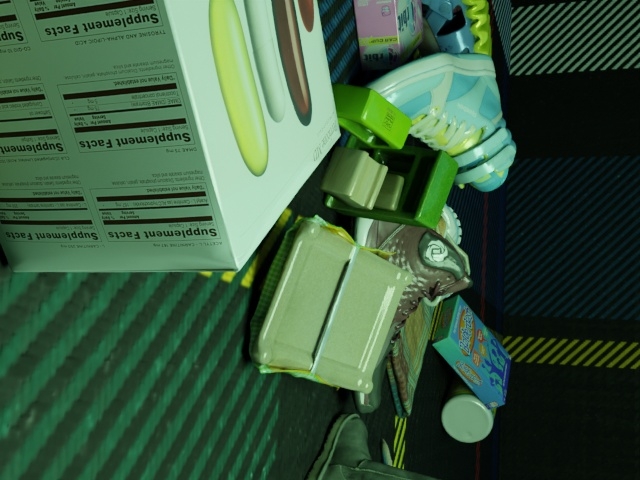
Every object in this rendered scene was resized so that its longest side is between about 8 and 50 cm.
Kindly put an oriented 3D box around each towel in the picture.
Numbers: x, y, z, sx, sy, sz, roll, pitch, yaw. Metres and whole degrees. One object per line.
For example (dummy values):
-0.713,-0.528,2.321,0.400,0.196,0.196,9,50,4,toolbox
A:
0.170,0.092,1.358,0.370,0.040,0.271,-68,150,-46,towel

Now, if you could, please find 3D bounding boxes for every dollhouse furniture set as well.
0.000,0.000,0.841,0.198,0.151,0.301,27,81,-46,dollhouse furniture set

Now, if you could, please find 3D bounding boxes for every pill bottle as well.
0.357,0.375,1.775,0.208,0.118,0.117,-39,127,-66,pill bottle

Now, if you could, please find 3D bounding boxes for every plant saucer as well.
0.197,-0.313,1.313,0.198,0.036,0.198,59,14,-25,plant saucer

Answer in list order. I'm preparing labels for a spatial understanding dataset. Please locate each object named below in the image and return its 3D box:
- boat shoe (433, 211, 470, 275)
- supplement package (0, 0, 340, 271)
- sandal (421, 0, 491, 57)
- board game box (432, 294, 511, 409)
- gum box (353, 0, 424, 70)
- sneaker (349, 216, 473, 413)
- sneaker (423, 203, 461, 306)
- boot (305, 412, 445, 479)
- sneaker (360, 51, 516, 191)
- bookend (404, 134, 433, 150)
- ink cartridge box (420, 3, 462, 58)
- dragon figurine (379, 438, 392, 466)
0.137,-0.019,1.124,0.302,0.103,0.113,46,45,-50,boat shoe
-0.097,-0.115,0.433,0.194,0.149,0.203,-60,144,-55,supplement package
0.243,-0.395,1.393,0.126,0.138,0.317,-70,151,-53,sandal
0.341,0.247,1.684,0.210,0.047,0.160,48,35,-15,board game box
0.107,-0.335,1.133,0.188,0.062,0.107,-58,144,-56,gum box
0.118,0.090,0.988,0.106,0.163,0.281,-101,-167,-85,sneaker
0.198,0.027,1.289,0.083,0.071,0.190,-42,129,-55,sneaker
0.102,0.290,0.913,0.189,0.209,0.076,-56,142,-57,boot
0.188,-0.161,1.110,0.319,0.127,0.208,-19,89,-45,sneaker
0.144,-0.166,1.229,0.156,0.072,0.157,15,76,-69,bookend
0.258,-0.385,1.494,0.145,0.045,0.179,-20,110,-36,ink cartridge box
0.064,0.420,0.995,0.085,0.144,0.289,26,47,-67,dragon figurine
